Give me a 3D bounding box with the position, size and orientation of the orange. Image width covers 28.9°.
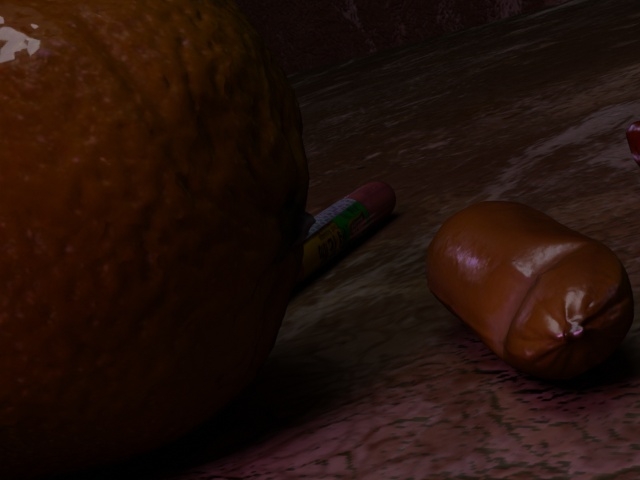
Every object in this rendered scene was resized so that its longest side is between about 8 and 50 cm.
[{"bbox_3d":[-0.128,-0.018,0.531,0.264,0.264,0.264,-17,11,3],"label":"orange"}]

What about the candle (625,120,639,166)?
[{"bbox_3d":[0.227,-0.038,0.559,0.048,0.051,0.329,-17,10,-12],"label":"candle"}]

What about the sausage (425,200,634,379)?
[{"bbox_3d":[0.085,0.018,0.506,0.062,0.054,0.183,-51,15,1],"label":"sausage"}]

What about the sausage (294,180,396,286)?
[{"bbox_3d":[0.000,0.000,0.793,0.029,0.029,0.223,-12,13,30],"label":"sausage"}]
